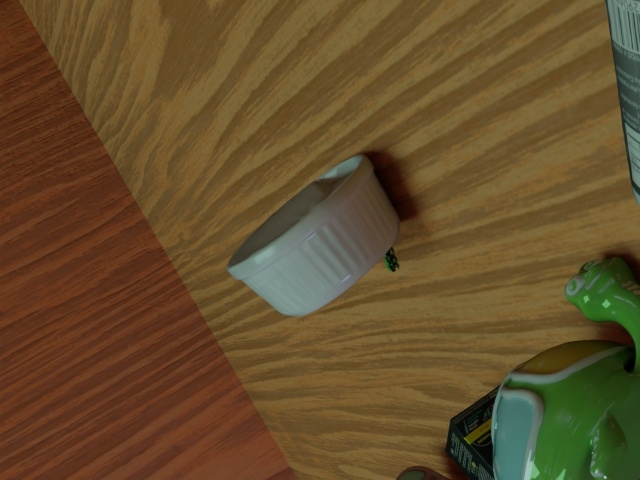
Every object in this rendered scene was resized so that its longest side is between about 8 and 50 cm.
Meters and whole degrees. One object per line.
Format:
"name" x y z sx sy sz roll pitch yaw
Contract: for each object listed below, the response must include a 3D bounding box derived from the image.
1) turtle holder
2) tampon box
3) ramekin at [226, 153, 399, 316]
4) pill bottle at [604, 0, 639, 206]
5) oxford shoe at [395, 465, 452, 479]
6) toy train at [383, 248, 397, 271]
"turtle holder" 0.299 0.207 1.146 0.227 0.243 0.320 30 146 56
"tampon box" 0.282 0.314 1.511 0.161 0.120 0.101 47 157 30
"ramekin" 0.000 0.000 1.557 0.127 0.273 0.273 50 161 -10
"pill bottle" 0.315 -0.107 0.765 0.176 0.176 0.318 31 146 53
"oxford shoe" 0.304 0.517 1.794 0.146 0.140 0.397 36 175 -42
"toy train" 0.105 0.014 1.664 0.024 0.017 0.083 43 157 63
